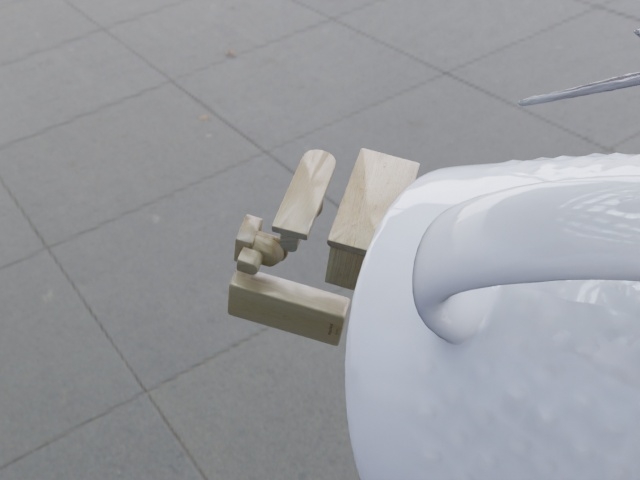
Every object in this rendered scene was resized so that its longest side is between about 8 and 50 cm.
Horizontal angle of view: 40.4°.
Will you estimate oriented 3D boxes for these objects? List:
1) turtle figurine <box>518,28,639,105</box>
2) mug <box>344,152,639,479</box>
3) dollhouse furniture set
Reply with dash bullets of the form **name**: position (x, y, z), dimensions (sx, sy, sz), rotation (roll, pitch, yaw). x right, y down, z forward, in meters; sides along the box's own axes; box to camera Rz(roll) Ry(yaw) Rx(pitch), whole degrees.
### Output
- **turtle figurine**: position (0.131, -0.139, 0.229), dimensions (0.234, 0.175, 0.118), rotation (-27, 57, 21)
- **mug**: position (0.199, 0.064, 0.490), dimensions (0.328, 0.374, 0.276), rotation (-1, 66, 37)
- **dollhouse furniture set**: position (0.000, 0.000, 0.834), dimensions (0.144, 0.151, 0.123), rotation (16, 49, 6)
